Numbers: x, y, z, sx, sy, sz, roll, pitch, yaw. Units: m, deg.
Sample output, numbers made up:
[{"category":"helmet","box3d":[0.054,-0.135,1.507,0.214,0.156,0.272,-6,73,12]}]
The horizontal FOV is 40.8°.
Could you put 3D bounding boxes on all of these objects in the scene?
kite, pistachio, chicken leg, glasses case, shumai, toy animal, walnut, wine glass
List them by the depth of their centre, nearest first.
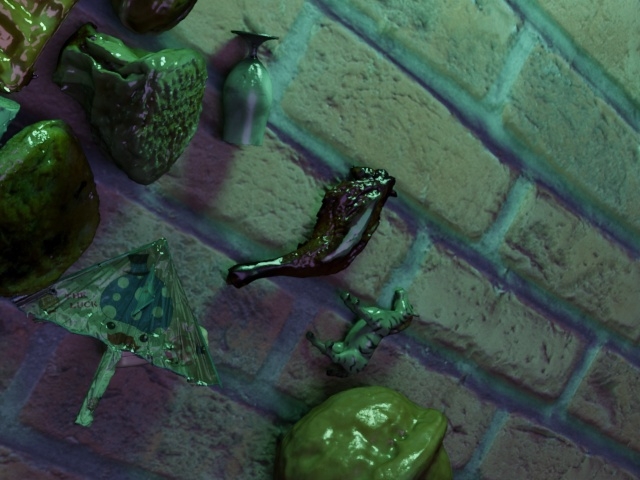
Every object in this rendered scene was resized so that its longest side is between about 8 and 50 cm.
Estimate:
[{"category":"pistachio","box3d":[-0.259,-0.431,1.420,0.210,0.130,0.165,-58,146,-25]},{"category":"shumai","box3d":[-0.323,-0.239,1.443,0.225,0.222,0.260,-51,159,-39]},{"category":"kite","box3d":[-0.344,0.156,1.526,0.406,0.014,0.368,24,69,-11]},{"category":"wine glass","box3d":[-0.131,-0.273,1.560,0.093,0.093,0.202,3,102,-31]},{"category":"glasses case","box3d":[-0.305,0.194,1.594,0.196,0.083,0.050,-6,105,-30]},{"category":"chicken leg","box3d":[0.000,0.000,1.713,0.407,0.096,0.158,-34,114,-15]},{"category":"walnut","box3d":[0.088,0.481,1.765,0.383,0.383,0.383,-8,108,-28]},{"category":"toy animal","box3d":[0.092,0.177,1.819,0.255,0.090,0.170,-37,122,-13]}]

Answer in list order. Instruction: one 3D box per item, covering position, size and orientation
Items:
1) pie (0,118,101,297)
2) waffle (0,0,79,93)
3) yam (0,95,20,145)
[{"category":"pie","box3d":[-0.461,-0.032,1.356,0.323,0.070,0.323,-53,160,-28]},{"category":"waffle","box3d":[-0.493,-0.443,1.313,0.304,0.077,0.348,38,83,-33]},{"category":"yam","box3d":[-0.626,-0.098,1.254,0.241,0.241,0.348,27,92,-33]}]
